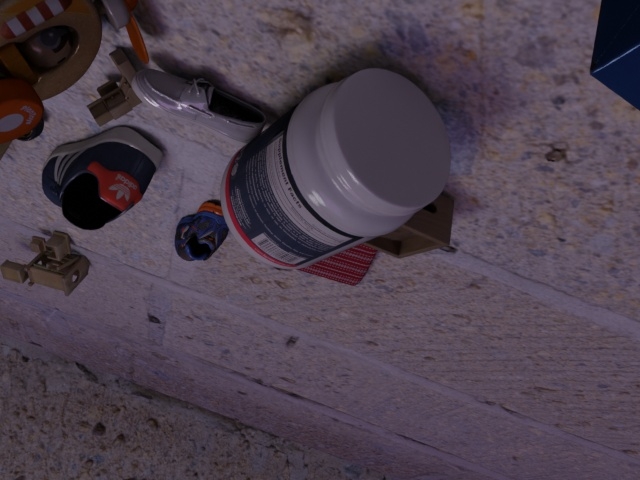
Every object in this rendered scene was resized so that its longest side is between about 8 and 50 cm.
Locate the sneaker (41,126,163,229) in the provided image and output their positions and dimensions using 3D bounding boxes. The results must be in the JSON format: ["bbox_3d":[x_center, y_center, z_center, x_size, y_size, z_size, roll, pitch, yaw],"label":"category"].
[{"bbox_3d":[-0.411,-0.082,1.214,0.131,0.148,0.350,35,150,-29],"label":"sneaker"}]

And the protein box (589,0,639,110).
[{"bbox_3d":[0.363,-0.171,0.544,0.201,0.136,0.200,28,152,-18],"label":"protein box"}]

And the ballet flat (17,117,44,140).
[{"bbox_3d":[-0.531,-0.222,1.108,0.203,0.074,0.074,36,149,-32],"label":"ballet flat"}]

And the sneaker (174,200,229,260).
[{"bbox_3d":[-0.232,0.000,1.323,0.083,0.087,0.221,27,153,-14],"label":"sneaker"}]

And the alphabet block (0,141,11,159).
[{"bbox_3d":[-0.648,-0.155,1.177,0.192,0.197,0.193,36,149,-29],"label":"alphabet block"}]

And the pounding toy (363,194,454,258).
[{"bbox_3d":[0.109,-0.052,1.011,0.141,0.100,0.130,22,156,-30],"label":"pounding toy"}]

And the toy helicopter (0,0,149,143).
[{"bbox_3d":[-0.275,-0.268,0.746,0.140,0.235,0.355,56,141,11],"label":"toy helicopter"}]

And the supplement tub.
[{"bbox_3d":[0.010,-0.081,0.887,0.191,0.191,0.272,31,150,-23],"label":"supplement tub"}]

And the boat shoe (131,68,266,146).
[{"bbox_3d":[-0.159,-0.186,0.947,0.184,0.066,0.063,29,142,-18],"label":"boat shoe"}]

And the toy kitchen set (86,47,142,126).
[{"bbox_3d":[-0.296,-0.219,0.973,0.068,0.083,0.075,53,172,33],"label":"toy kitchen set"}]

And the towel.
[{"bbox_3d":[0.000,0.000,1.236,0.199,0.031,0.275,17,156,-1],"label":"towel"}]

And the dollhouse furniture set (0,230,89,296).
[{"bbox_3d":[-0.671,0.023,1.695,0.182,0.101,0.160,14,129,12],"label":"dollhouse furniture set"}]
